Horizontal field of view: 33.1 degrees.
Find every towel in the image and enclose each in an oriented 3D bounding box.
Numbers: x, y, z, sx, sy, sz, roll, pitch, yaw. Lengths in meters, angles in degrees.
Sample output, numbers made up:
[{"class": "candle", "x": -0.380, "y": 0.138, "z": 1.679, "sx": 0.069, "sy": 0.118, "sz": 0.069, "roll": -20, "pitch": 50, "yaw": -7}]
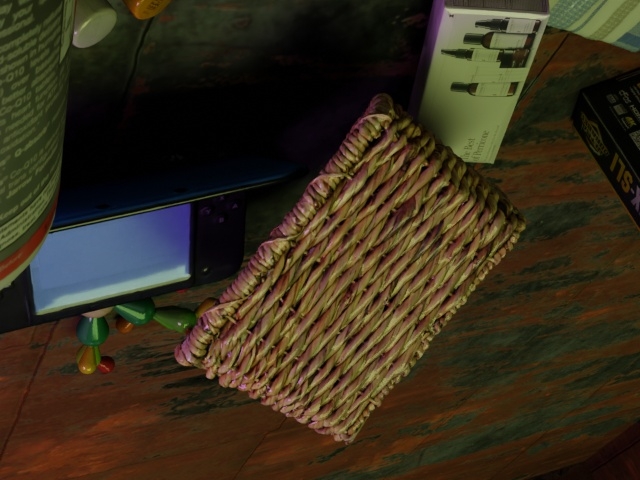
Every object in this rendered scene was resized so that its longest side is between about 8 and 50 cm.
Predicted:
[{"class": "towel", "x": 0.317, "y": -0.276, "z": 1.068, "sx": 0.285, "sy": 0.034, "sz": 0.209, "roll": 4, "pitch": 143, "yaw": -45}]

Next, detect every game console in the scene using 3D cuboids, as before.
[{"class": "game console", "x": -0.179, "y": 0.013, "z": 1.003, "sx": 0.293, "sy": 0.173, "sz": 0.250, "roll": -13, "pitch": 134, "yaw": -21}]

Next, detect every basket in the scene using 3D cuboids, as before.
[{"class": "basket", "x": 0.000, "y": 0.000, "z": 1.038, "sx": 0.223, "sy": 0.213, "sz": 0.299, "roll": 32, "pitch": 100, "yaw": -34}]

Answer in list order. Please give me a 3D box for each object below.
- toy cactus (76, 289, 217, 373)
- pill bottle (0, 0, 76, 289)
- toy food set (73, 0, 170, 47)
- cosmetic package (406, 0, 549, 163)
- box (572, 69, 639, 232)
[{"class": "toy cactus", "x": -0.225, "y": 0.082, "z": 1.212, "sx": 0.219, "sy": 0.112, "sz": 0.181, "roll": -30, "pitch": 145, "yaw": 29}, {"class": "pill bottle", "x": -0.227, "y": -0.138, "z": 0.538, "sx": 0.210, "sy": 0.210, "sz": 0.362, "roll": -11, "pitch": 144, "yaw": -27}, {"class": "toy food set", "x": -0.182, "y": -0.214, "z": 0.718, "sx": 0.111, "sy": 0.104, "sz": 0.232, "roll": -41, "pitch": 171, "yaw": 3}, {"class": "cosmetic package", "x": 0.147, "y": -0.165, "z": 1.062, "sx": 0.099, "sy": 0.060, "sz": 0.239, "roll": 5, "pitch": 150, "yaw": -1}, {"class": "box", "x": 0.484, "y": -0.078, "z": 1.252, "sx": 0.257, "sy": 0.322, "sz": 0.079, "roll": -21, "pitch": 153, "yaw": -10}]
